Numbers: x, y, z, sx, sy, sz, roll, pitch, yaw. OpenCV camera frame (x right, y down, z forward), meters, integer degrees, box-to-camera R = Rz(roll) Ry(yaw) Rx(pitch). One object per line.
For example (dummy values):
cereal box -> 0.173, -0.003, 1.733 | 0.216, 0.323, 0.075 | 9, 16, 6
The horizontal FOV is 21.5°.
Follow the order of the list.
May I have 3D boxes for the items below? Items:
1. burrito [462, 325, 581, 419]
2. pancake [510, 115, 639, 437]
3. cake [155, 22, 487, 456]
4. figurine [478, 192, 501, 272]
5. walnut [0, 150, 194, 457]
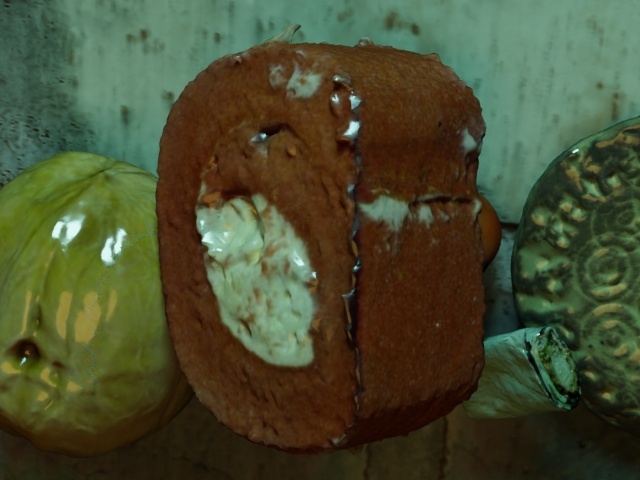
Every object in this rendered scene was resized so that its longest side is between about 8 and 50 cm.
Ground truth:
burrito -> 0.134, 0.097, 1.223 | 0.118, 0.044, 0.074 | -15, 114, 55
pancake -> 0.276, 0.033, 1.172 | 0.288, 0.033, 0.286 | -7, 114, 19
cake -> 0.000, 0.000, 1.120 | 0.177, 0.151, 0.283 | 0, 94, 42
figurine -> 0.076, 0.015, 1.201 | 0.075, 0.068, 0.140 | 34, 115, 0
walnut -> -0.169, 0.045, 1.214 | 0.195, 0.195, 0.222 | 20, 121, 5
